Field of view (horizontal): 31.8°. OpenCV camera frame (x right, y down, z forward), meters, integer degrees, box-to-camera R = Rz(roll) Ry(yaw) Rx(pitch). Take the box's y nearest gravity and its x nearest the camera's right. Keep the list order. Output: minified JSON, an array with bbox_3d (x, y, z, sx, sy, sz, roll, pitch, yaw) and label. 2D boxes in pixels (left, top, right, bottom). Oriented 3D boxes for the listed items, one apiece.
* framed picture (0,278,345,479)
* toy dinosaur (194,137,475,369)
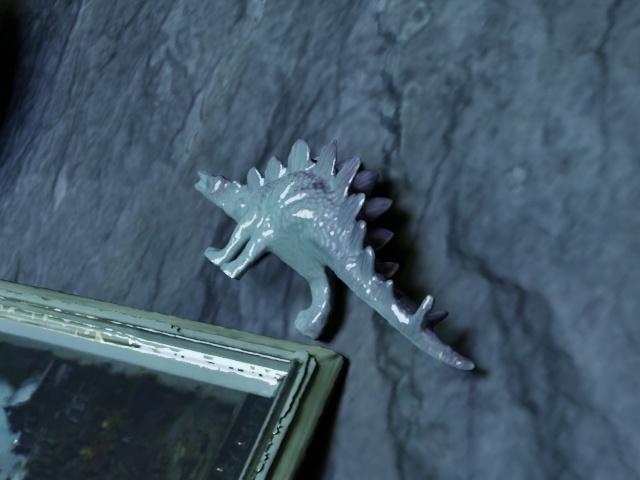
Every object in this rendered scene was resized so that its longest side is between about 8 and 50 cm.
[{"bbox_3d":[-0.145,0.144,0.455,0.232,0.019,0.296,9,57,26],"label":"framed picture"},{"bbox_3d":[-0.001,-0.001,0.493,0.082,0.039,0.209,-56,41,2],"label":"toy dinosaur"}]
